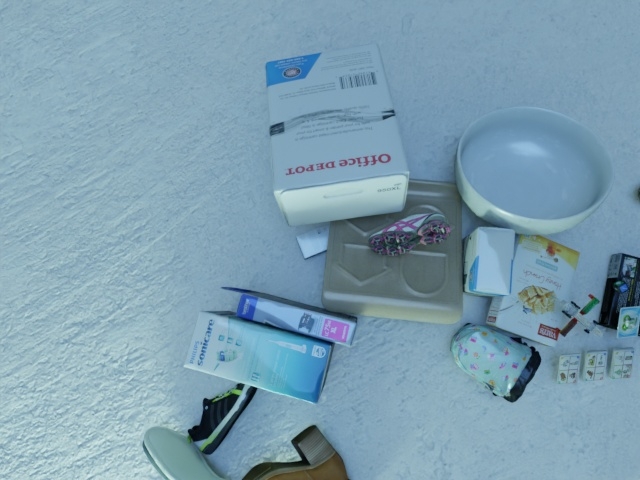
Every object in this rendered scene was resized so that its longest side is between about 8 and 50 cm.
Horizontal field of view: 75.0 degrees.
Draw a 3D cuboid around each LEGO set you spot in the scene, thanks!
[{"bbox_3d":[0.631,0.207,0.963,0.182,0.060,0.245,-5,106,-2],"label":"LEGO set"}]

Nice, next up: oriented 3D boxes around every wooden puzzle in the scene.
[{"bbox_3d":[0.179,0.017,1.023,0.321,0.080,0.348,5,72,4],"label":"wooden puzzle"}]

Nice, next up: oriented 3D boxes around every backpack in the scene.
[{"bbox_3d":[0.396,0.268,0.966,0.181,0.115,0.152,31,88,11],"label":"backpack"}]

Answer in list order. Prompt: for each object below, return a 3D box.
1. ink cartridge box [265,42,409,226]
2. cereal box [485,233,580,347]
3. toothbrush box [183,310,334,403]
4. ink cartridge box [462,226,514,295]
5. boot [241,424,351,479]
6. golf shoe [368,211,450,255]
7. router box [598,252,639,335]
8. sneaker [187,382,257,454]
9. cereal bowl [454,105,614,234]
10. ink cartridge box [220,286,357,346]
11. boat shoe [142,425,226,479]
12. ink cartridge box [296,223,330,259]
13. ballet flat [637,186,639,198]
[{"bbox_3d":[0.030,-0.252,0.998,0.285,0.166,0.395,-8,63,4],"label":"ink cartridge box"},{"bbox_3d":[0.506,0.113,0.991,0.172,0.047,0.240,19,82,-12],"label":"cereal box"},{"bbox_3d":[-0.124,0.254,0.959,0.295,0.216,0.126,14,82,6],"label":"toothbrush box"},{"bbox_3d":[0.374,0.056,0.960,0.082,0.191,0.140,6,82,7],"label":"ink cartridge box"},{"bbox_3d":[-0.059,0.594,0.944,0.283,0.109,0.220,-30,86,-25],"label":"boot"},{"bbox_3d":[0.200,-0.017,0.966,0.185,0.086,0.068,-13,121,8],"label":"golf shoe"},{"bbox_3d":[0.754,0.133,0.990,0.133,0.046,0.179,16,83,6],"label":"router box"},{"bbox_3d":[-0.242,0.405,1.012,0.097,0.084,0.235,34,85,10],"label":"sneaker"},{"bbox_3d":[0.479,-0.150,0.986,0.338,0.141,0.339,-2,59,3],"label":"cereal bowl"},{"bbox_3d":[-0.068,0.174,0.982,0.310,0.186,0.065,16,85,7],"label":"ink cartridge box"},{"bbox_3d":[-0.308,0.576,0.977,0.319,0.116,0.099,38,102,7],"label":"boat shoe"},{"bbox_3d":[0.000,0.000,1.081,0.115,0.029,0.063,-21,80,-6],"label":"ink cartridge box"},{"bbox_3d":[0.875,-0.087,1.006,0.206,0.073,0.067,35,63,5],"label":"ballet flat"}]
